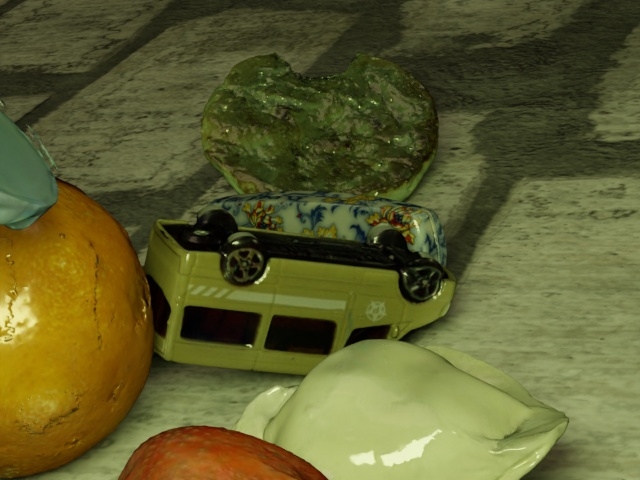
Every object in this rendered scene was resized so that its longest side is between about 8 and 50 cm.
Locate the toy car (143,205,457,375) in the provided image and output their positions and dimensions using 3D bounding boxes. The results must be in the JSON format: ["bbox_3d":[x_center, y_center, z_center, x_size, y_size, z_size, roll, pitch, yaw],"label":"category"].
[{"bbox_3d":[-0.019,0.048,1.621,0.256,0.124,0.101,7,16,-24],"label":"toy car"}]

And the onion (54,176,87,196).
[{"bbox_3d":[-0.332,-0.013,1.872,0.230,0.163,0.230,-15,27,8],"label":"onion"}]

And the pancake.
[{"bbox_3d":[-0.001,-0.106,1.980,0.253,0.037,0.254,3,48,-3],"label":"pancake"}]

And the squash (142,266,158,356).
[{"bbox_3d":[-0.155,0.062,1.707,0.292,0.082,0.082,-15,22,-11],"label":"squash"}]

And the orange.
[{"bbox_3d":[-0.251,0.064,1.531,0.246,0.246,0.246,-9,22,4],"label":"orange"}]

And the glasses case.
[{"bbox_3d":[0.000,0.000,1.781,0.248,0.087,0.065,6,23,34],"label":"glasses case"}]

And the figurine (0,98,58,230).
[{"bbox_3d":[-0.398,0.030,1.349,0.388,0.248,0.277,-46,17,13],"label":"figurine"}]

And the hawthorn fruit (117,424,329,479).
[{"bbox_3d":[-0.001,0.200,1.237,0.285,0.165,0.165,3,24,11],"label":"hawthorn fruit"}]

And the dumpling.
[{"bbox_3d":[0.049,0.136,1.369,0.250,0.132,0.162,-6,26,10],"label":"dumpling"}]
